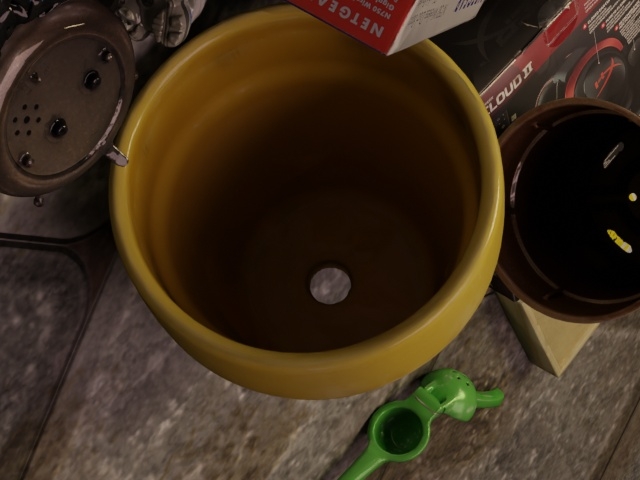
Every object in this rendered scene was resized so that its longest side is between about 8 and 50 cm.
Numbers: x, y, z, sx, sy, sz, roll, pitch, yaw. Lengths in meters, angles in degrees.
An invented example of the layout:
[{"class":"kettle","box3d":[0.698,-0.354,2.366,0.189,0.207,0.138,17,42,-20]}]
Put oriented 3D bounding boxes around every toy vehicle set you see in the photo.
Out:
[{"class":"toy vehicle set","box3d":[0.279,-0.009,1.856,0.267,0.035,0.166,-51,147,-13]}]

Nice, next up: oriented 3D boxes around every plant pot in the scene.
[{"class":"plant pot","box3d":[0.000,0.000,1.303,0.254,0.254,0.239,-51,163,-12]},{"class":"plant pot","box3d":[0.229,-0.029,1.456,0.165,0.167,0.167,-11,125,-60]}]

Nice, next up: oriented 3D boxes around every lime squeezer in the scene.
[{"class":"lime squeezer","box3d":[0.079,0.173,1.731,0.310,0.059,0.110,-30,168,-41]}]

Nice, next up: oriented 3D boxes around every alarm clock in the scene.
[{"class":"alarm clock","box3d":[-0.178,-0.098,1.127,0.129,0.064,0.192,-55,145,-6]}]

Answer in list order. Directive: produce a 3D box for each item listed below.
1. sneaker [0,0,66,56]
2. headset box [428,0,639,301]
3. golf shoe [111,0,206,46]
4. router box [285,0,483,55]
[{"class":"sneaker","box3d":[-0.184,-0.104,1.028,0.121,0.079,0.217,-10,112,-24]},{"class":"headset box","box3d":[0.163,-0.127,1.526,0.218,0.110,0.293,-47,147,-19]},{"class":"golf shoe","box3d":[-0.089,-0.210,1.170,0.086,0.069,0.176,-49,156,-55]},{"class":"router box","box3d":[0.107,-0.278,1.191,0.301,0.082,0.335,-63,173,16]}]
